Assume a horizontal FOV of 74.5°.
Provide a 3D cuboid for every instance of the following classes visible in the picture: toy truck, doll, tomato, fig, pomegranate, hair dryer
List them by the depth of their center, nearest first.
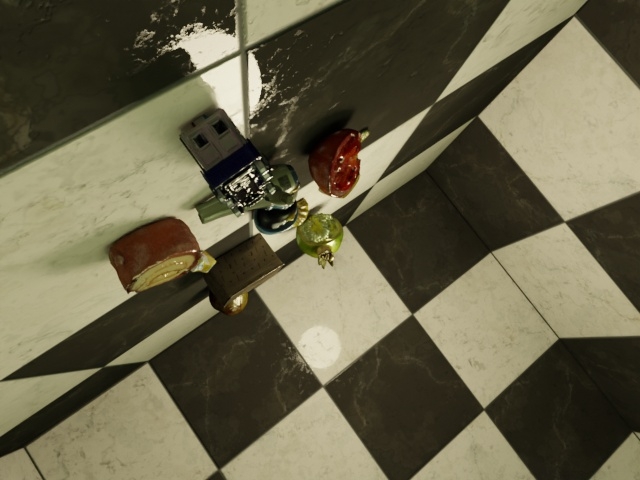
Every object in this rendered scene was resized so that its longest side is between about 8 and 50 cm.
[{"bbox_3d":[-0.188,-0.156,0.903,0.124,0.155,0.268,-36,176,-5],"label":"toy truck"},{"bbox_3d":[-0.205,-0.108,1.136,0.296,0.118,0.298,-20,-160,6],"label":"hair dryer"},{"bbox_3d":[0.038,-0.262,1.388,0.200,0.140,0.232,-40,143,-43],"label":"tomato"},{"bbox_3d":[-0.148,-0.110,1.486,0.177,0.141,0.314,-38,172,-24],"label":"doll"},{"bbox_3d":[0.000,0.000,2.265,0.261,0.340,0.260,-6,144,-4],"label":"pomegranate"},{"bbox_3d":[-0.467,0.247,2.315,0.320,0.217,0.217,-59,172,1],"label":"fig"}]

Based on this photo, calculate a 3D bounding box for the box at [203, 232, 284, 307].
[{"bbox_3d":[-0.360,0.139,1.951,0.297,0.190,0.225,-31,172,-28],"label":"box"}]

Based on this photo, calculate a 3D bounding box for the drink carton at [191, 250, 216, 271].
[{"bbox_3d":[-0.442,0.072,1.502,0.074,0.084,0.200,-47,173,-1],"label":"drink carton"}]

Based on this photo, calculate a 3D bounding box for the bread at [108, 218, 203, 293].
[{"bbox_3d":[-0.440,0.043,1.118,0.190,0.123,0.244,-42,172,31],"label":"bread"}]

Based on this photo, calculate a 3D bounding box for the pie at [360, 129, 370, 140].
[{"bbox_3d":[0.151,-0.388,1.589,0.084,0.021,0.084,-37,170,-8],"label":"pie"}]

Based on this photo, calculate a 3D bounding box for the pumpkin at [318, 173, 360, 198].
[{"bbox_3d":[0.105,-0.259,1.935,0.217,0.110,0.217,-37,168,-9],"label":"pumpkin"}]

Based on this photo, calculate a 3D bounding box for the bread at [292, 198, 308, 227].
[{"bbox_3d":[-0.114,-0.110,1.897,0.157,0.094,0.083,-29,178,4],"label":"bread"}]
